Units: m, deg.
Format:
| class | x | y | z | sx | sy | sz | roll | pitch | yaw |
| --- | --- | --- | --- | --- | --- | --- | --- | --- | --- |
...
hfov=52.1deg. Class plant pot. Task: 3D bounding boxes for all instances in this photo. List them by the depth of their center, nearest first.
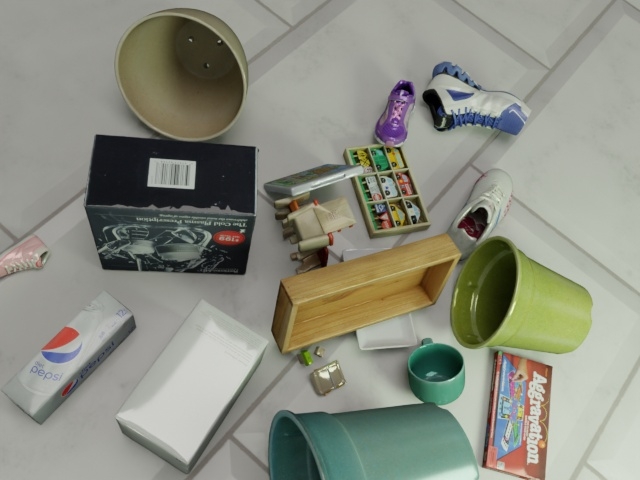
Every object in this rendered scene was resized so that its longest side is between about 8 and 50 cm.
| class | x | y | z | sx | sy | sz | roll | pitch | yaw |
| --- | --- | --- | --- | --- | --- | --- | --- | --- | --- |
| plant pot | 0.108 | 0.479 | 1.299 | 0.334 | 0.341 | 0.341 | -5 | 65 | -23 |
| plant pot | 0.495 | 0.157 | 1.575 | 0.254 | 0.276 | 0.276 | 18 | 62 | -16 |

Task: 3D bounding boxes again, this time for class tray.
| class | x | y | z | sx | sy | sz | roll | pitch | yaw |
| --- | --- | --- | --- | --- | --- | --- | --- | --- | --- |
| tray | 0.099 | 0.115 | 1.467 | 0.411 | 0.202 | 0.076 | -14 | 55 | -22 |
| tray | 0.140 | 0.142 | 1.609 | 0.145 | 0.030 | 0.270 | -2 | 60 | -12 |

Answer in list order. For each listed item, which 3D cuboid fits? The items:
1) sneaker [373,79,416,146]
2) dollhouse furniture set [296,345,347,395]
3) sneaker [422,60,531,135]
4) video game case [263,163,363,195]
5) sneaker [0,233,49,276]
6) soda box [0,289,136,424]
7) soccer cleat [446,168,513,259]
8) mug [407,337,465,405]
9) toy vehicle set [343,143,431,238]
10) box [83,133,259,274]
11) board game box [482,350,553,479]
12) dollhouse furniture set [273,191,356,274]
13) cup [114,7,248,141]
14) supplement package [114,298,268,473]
| class | x | y | z | sx | sy | sz | roll | pitch | yaw |
| --- | --- | --- | --- | --- | --- | --- | --- | --- | --- |
| sneaker | 0.213 | -0.360 | 1.819 | 0.095 | 0.104 | 0.236 | 17 | 53 | 5 |
| dollhouse furniture set | -0.007 | 0.281 | 1.525 | 0.076 | 0.058 | 0.151 | -21 | 89 | -28 |
| sneaker | 0.421 | -0.367 | 1.883 | 0.316 | 0.127 | 0.182 | 33 | 66 | 13 |
| video game case | -0.022 | -0.156 | 1.645 | 0.193 | 0.212 | 0.023 | -19 | 104 | -19 |
| sneaker | -0.678 | 0.048 | 1.487 | 0.070 | 0.051 | 0.134 | 36 | 59 | 13 |
| soda box | -0.527 | 0.246 | 1.396 | 0.091 | 0.098 | 0.286 | 37 | 64 | 8 |
| soccer cleat | 0.439 | -0.085 | 1.726 | 0.116 | 0.143 | 0.331 | 33 | 62 | 6 |
| mug | 0.274 | 0.308 | 1.517 | 0.130 | 0.097 | 0.158 | 9 | 36 | 27 |
| toy vehicle set | 0.176 | -0.139 | 1.760 | 0.166 | 0.035 | 0.266 | -10 | 67 | -16 |
| box | -0.323 | -0.066 | 1.469 | 0.343 | 0.312 | 0.178 | 3 | 64 | -9 |
| board game box | 0.471 | 0.414 | 1.554 | 0.145 | 0.027 | 0.281 | 17 | 62 | -4 |
| dollhouse furniture set | 0.000 | 0.000 | 1.532 | 0.135 | 0.259 | 0.262 | -20 | 73 | -9 |
| cup | -0.324 | -0.455 | 1.688 | 0.331 | 0.331 | 0.237 | 18 | 37 | -2 |
| supplement package | -0.265 | 0.307 | 1.373 | 0.175 | 0.177 | 0.293 | 31 | 62 | 4 |
